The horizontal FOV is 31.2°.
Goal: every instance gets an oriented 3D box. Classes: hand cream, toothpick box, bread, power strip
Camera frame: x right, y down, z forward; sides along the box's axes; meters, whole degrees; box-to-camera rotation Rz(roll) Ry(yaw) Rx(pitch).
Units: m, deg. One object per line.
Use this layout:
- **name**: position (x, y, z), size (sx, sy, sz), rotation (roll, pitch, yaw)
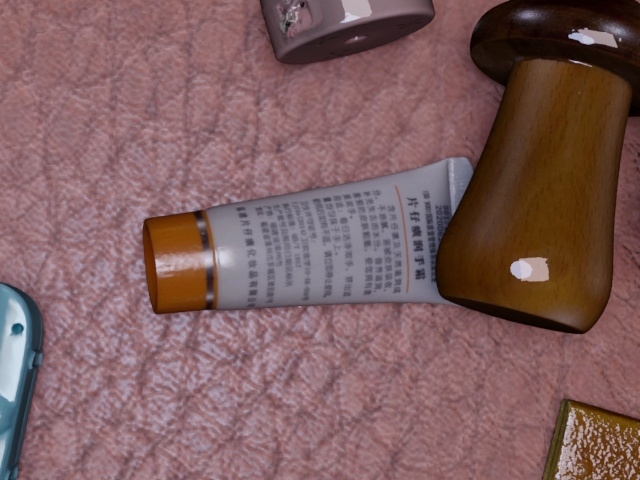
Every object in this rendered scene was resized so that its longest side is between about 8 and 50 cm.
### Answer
- **hand cream**: position (0.000, 0.000, 1.031), size (0.314, 0.089, 0.140), rotation (-3, 90, -12)
- **toothpick box**: position (0.205, -0.075, 1.003), size (0.192, 0.192, 0.295), rotation (15, 84, -5)
- **bread**: position (0.261, 0.202, 1.067), size (0.094, 0.035, 0.090), rotation (17, 84, -4)
- **power strip**: position (0.020, -0.214, 1.015), size (0.154, 0.154, 0.078), rotation (-14, 89, -7)

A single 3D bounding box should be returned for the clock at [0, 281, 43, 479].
- **clock**: position (-0.386, 0.129, 0.976), size (0.274, 0.094, 0.224), rotation (9, 83, -6)
